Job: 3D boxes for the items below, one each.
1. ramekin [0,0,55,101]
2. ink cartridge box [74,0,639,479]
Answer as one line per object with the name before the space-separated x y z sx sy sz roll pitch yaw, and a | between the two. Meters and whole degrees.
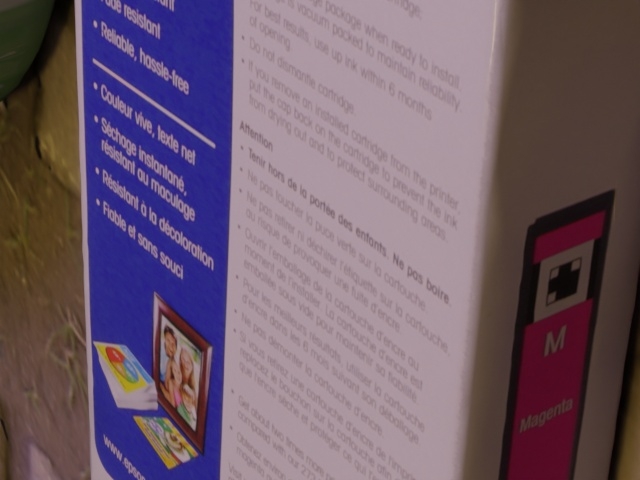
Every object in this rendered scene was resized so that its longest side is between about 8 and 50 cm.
ramekin | -0.218 -0.162 0.639 0.303 0.148 0.303 33 132 46
ink cartridge box | 0.000 0.000 0.464 0.176 0.069 0.371 37 137 43
